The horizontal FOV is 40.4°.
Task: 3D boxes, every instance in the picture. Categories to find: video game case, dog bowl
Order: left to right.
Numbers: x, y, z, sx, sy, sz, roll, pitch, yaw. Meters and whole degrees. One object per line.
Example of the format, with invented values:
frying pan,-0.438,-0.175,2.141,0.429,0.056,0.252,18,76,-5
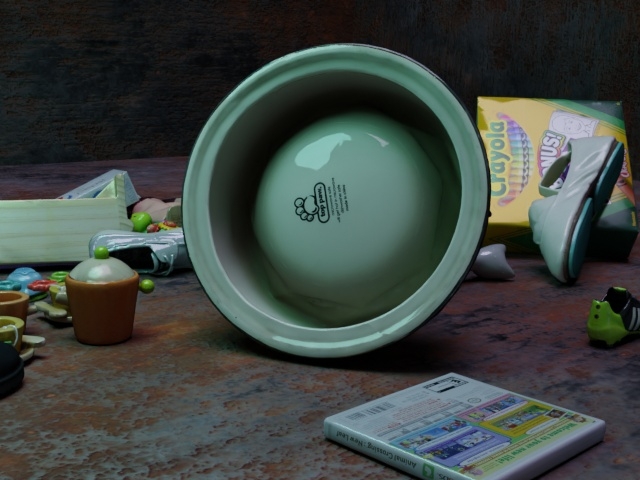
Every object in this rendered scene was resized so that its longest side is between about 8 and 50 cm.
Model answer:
dog bowl,0.030,-0.045,1.161,0.408,0.408,0.150,5,-7,18
video game case,0.144,0.187,0.864,0.193,0.023,0.212,12,14,44

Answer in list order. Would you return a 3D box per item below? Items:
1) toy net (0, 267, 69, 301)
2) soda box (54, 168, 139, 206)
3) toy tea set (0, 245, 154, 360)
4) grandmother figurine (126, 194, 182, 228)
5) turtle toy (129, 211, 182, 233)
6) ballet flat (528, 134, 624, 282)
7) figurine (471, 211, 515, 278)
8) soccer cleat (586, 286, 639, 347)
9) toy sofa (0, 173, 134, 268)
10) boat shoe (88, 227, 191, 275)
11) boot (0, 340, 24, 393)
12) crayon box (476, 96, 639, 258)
toy net,-0.467,0.085,1.266,0.122,0.045,0.232,8,14,22
soda box,-0.485,-0.067,1.771,0.216,0.069,0.074,-32,26,-28
toy tea set,-0.389,0.072,1.117,0.200,0.124,0.336,12,15,42
grandmother figurine,-0.370,-0.055,1.868,0.208,0.104,0.342,-1,8,-37
turtle toy,-0.305,-0.009,1.645,0.130,0.066,0.095,21,15,11
ballet flat,0.467,-0.067,1.649,0.139,0.139,0.400,8,43,30
figurine,0.235,-0.015,1.551,0.209,0.215,0.092,0,-32,-27
soccer cleat,0.430,0.098,1.227,0.060,0.072,0.179,11,14,39
toy sofa,-0.533,-0.016,1.585,0.362,0.177,0.150,-3,-13,-22
boat shoe,-0.290,0.030,1.523,0.227,0.079,0.081,1,35,-12
boot,-0.420,0.074,0.894,0.094,0.207,0.246,10,13,39
crayon box,0.486,-0.142,1.845,0.313,0.106,0.363,3,53,6
